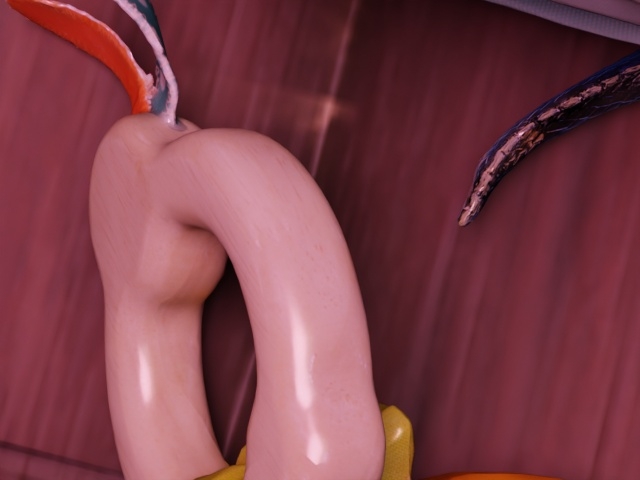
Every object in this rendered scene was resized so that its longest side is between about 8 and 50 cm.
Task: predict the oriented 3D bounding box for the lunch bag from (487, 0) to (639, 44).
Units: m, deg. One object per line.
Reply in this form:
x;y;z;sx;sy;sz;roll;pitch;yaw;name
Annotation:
0.045;-0.180;0.458;0.262;0.160;0.223;22;90;42;lunch bag

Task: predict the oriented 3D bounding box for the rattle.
0.000;0.000;0.506;0.143;0.130;0.199;-12;55;-14;rattle

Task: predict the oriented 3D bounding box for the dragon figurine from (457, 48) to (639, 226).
0.183;-0.063;0.481;0.289;0.144;0.085;-4;81;-2;dragon figurine
